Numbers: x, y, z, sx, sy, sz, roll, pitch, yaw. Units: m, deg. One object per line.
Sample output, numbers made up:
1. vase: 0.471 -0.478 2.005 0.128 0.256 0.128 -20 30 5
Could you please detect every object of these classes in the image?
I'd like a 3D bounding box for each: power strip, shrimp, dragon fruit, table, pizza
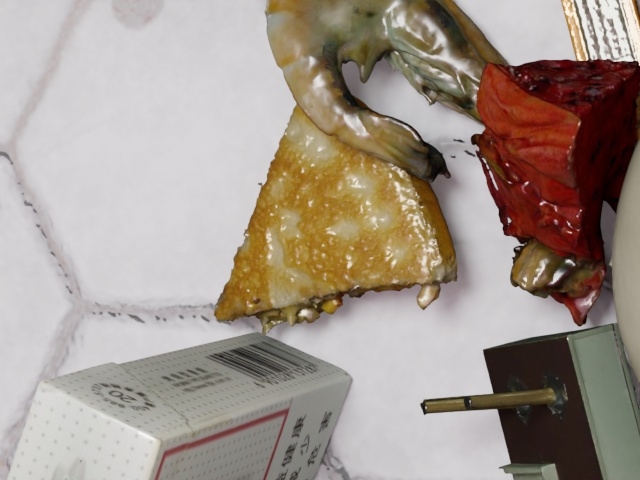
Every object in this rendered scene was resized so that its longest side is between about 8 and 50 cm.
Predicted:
1. power strip: 0.201 -0.140 1.204 0.049 0.028 0.178 -15 87 20
2. shrimp: 0.063 -0.109 1.211 0.145 0.059 0.254 -35 79 -22
3. dragon fruit: 0.158 -0.036 1.180 0.092 0.122 0.192 13 134 28
4. table: 0.153 0.188 1.167 0.111 0.121 0.240 -13 87 -23
5. pizza: 0.000 0.000 1.273 0.199 0.062 0.188 -39 67 24

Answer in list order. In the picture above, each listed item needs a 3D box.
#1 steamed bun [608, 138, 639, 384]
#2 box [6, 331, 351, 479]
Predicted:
1. steamed bun: 0.356 0.011 1.045 0.375 0.241 0.374 1 92 17
2. box: -0.104 0.185 1.173 0.095 0.330 0.210 22 100 17
